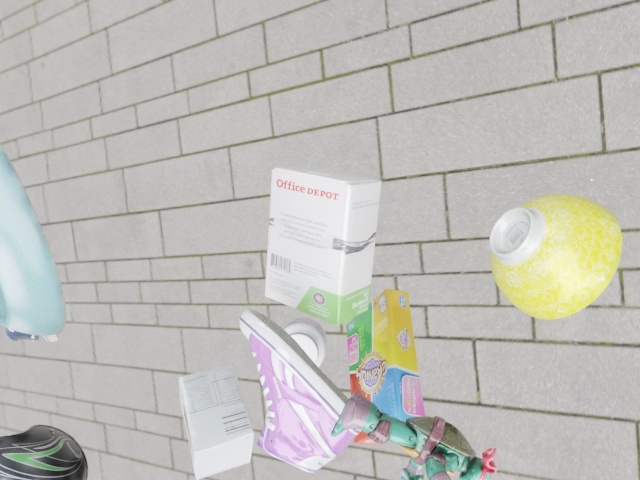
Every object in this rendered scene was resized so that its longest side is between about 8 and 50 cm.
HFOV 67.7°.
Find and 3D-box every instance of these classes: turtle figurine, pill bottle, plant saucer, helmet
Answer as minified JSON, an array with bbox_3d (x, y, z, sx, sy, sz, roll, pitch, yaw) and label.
[{"bbox_3d":[0.132,0.285,0.626,0.234,0.175,0.118,28,67,14],"label":"turtle figurine"},{"bbox_3d":[-0.058,0.320,1.445,0.153,0.272,0.152,0,86,1],"label":"pill bottle"},{"bbox_3d":[-0.376,-0.030,0.508,0.318,0.044,0.317,23,127,35],"label":"plant saucer"},{"bbox_3d":[-0.465,0.379,0.739,0.170,0.161,0.169,-1,83,9],"label":"helmet"}]

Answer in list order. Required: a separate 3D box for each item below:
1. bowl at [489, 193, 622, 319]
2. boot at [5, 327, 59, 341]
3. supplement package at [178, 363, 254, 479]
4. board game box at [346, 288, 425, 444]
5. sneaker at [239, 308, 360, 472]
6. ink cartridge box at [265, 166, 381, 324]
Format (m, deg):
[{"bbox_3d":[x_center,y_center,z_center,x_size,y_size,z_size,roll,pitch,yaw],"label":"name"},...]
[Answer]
[{"bbox_3d":[0.466,0.011,1.040,0.156,0.289,0.289,24,114,-20],"label":"bowl"},{"bbox_3d":[-0.539,0.150,0.884,0.190,0.086,0.069,125,138,-53],"label":"boot"},{"bbox_3d":[-0.279,0.476,1.261,0.194,0.149,0.203,102,150,-44],"label":"supplement package"},{"bbox_3d":[0.149,0.313,1.174,0.242,0.064,0.316,125,149,-50],"label":"board game box"},{"bbox_3d":[-0.076,0.253,0.797,0.161,0.102,0.282,-45,70,-1],"label":"sneaker"},{"bbox_3d":[0.000,0.000,0.950,0.199,0.115,0.272,17,109,36],"label":"ink cartridge box"}]
